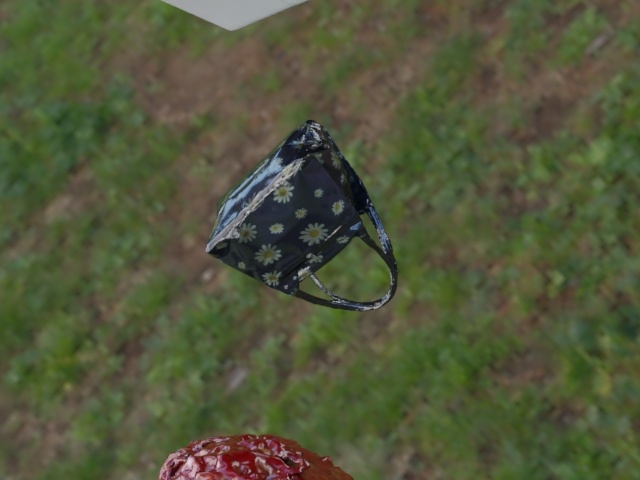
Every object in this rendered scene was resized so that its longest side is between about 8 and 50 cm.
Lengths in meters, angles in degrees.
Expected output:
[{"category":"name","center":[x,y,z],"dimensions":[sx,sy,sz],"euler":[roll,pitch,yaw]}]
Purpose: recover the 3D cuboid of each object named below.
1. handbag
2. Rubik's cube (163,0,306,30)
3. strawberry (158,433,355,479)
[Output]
[{"category":"handbag","center":[0.000,0.000,1.339],"dimensions":[0.115,0.139,0.072],"euler":[-42,13,25]},{"category":"Rubik's cube","center":[-0.076,-0.378,1.504],"dimensions":[0.290,0.291,0.291],"euler":[-14,63,49]},{"category":"strawberry","center":[-0.070,0.196,1.428],"dimensions":[0.190,0.111,0.236],"euler":[-28,27,-12]}]
